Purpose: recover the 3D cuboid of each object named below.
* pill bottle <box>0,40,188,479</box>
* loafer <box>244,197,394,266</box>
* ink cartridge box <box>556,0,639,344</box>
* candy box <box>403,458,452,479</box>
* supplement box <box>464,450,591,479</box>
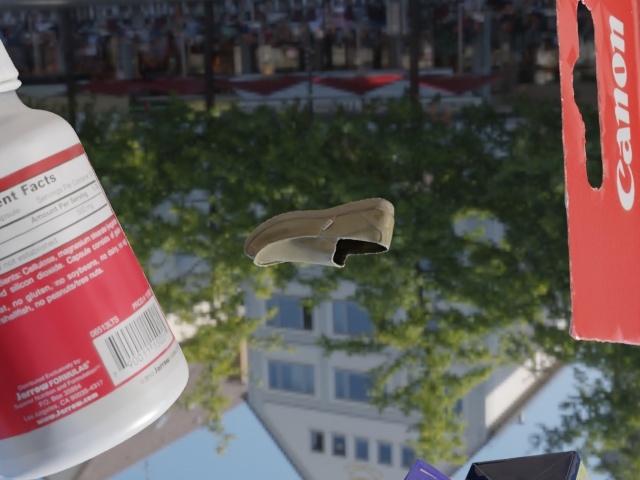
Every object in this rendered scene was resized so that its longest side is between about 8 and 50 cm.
[{"bbox_3d":[-0.316,0.015,1.002,0.229,0.408,0.229,-23,-169,5],"label":"pill bottle"},{"bbox_3d":[0.000,0.000,0.920,0.148,0.050,0.056,-16,153,8],"label":"loafer"},{"bbox_3d":[0.165,-0.045,0.402,0.056,0.181,0.224,-8,169,35],"label":"ink cartridge box"},{"bbox_3d":[0.090,0.459,1.211,0.122,0.317,0.268,29,-118,19],"label":"candy box"},{"bbox_3d":[0.148,0.198,0.673,0.083,0.083,0.056,-16,-159,35],"label":"supplement box"}]
